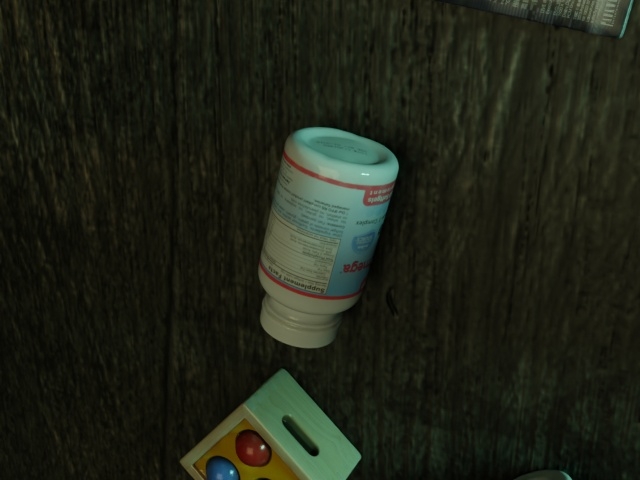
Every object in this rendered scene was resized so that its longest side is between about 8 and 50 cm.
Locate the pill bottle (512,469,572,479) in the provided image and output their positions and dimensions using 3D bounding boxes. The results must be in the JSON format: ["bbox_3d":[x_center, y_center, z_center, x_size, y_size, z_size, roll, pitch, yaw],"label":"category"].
[{"bbox_3d":[0.188,0.248,0.613,0.067,0.067,0.120,-22,97,31],"label":"pill bottle"}]

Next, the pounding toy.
[{"bbox_3d":[-0.036,0.209,0.695,0.141,0.100,0.130,48,122,5],"label":"pounding toy"}]

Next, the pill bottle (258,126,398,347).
[{"bbox_3d":[0.000,0.000,0.611,0.087,0.087,0.160,23,117,18],"label":"pill bottle"}]

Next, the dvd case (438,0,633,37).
[{"bbox_3d":[0.109,-0.237,0.512,0.221,0.018,0.165,18,116,20],"label":"dvd case"}]
